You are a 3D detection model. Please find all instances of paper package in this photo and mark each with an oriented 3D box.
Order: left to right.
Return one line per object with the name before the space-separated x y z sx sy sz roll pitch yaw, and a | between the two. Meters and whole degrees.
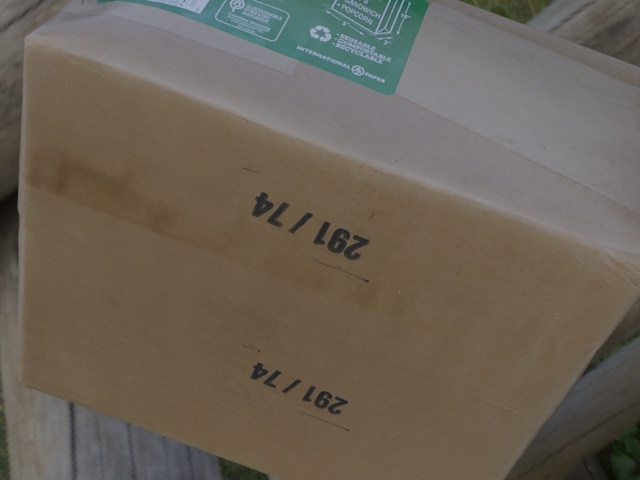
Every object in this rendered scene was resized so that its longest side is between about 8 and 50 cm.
paper package | 0.000 0.000 0.587 0.325 0.309 0.168 20 44 0
